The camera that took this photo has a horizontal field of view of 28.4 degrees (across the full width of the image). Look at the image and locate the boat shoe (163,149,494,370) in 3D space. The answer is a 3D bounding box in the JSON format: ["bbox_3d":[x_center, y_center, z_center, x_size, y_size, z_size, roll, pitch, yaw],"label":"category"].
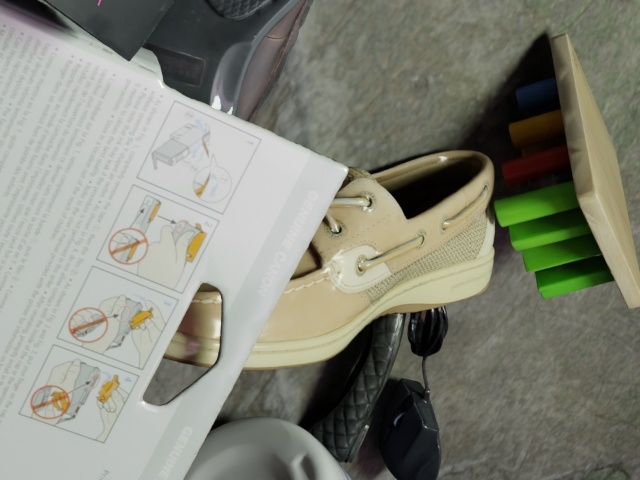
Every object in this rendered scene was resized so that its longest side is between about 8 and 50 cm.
[{"bbox_3d":[0.000,0.000,0.862,0.341,0.122,0.110,-16,119,-48],"label":"boat shoe"}]

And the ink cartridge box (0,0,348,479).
[{"bbox_3d":[-0.153,0.020,0.705,0.239,0.060,0.275,23,104,-23],"label":"ink cartridge box"}]

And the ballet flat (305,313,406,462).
[{"bbox_3d":[0.031,0.101,1.012,0.057,0.049,0.173,-62,172,-76],"label":"ballet flat"}]

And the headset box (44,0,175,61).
[{"bbox_3d":[-0.107,-0.268,0.549,0.283,0.131,0.246,-53,140,2],"label":"headset box"}]

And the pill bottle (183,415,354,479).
[{"bbox_3d":[-0.010,0.265,1.015,0.152,0.152,0.272,-43,138,-8],"label":"pill bottle"}]

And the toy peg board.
[{"bbox_3d":[0.187,-0.045,0.991,0.079,0.160,0.161,-15,142,18],"label":"toy peg board"}]

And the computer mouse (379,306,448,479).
[{"bbox_3d":[0.074,0.125,1.041,0.041,0.071,0.242,-9,134,-10],"label":"computer mouse"}]

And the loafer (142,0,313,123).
[{"bbox_3d":[-0.060,-0.133,0.736,0.095,0.109,0.302,-54,168,-70],"label":"loafer"}]
